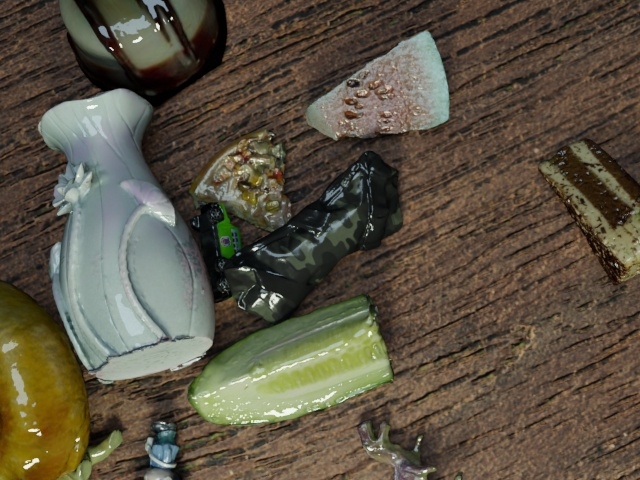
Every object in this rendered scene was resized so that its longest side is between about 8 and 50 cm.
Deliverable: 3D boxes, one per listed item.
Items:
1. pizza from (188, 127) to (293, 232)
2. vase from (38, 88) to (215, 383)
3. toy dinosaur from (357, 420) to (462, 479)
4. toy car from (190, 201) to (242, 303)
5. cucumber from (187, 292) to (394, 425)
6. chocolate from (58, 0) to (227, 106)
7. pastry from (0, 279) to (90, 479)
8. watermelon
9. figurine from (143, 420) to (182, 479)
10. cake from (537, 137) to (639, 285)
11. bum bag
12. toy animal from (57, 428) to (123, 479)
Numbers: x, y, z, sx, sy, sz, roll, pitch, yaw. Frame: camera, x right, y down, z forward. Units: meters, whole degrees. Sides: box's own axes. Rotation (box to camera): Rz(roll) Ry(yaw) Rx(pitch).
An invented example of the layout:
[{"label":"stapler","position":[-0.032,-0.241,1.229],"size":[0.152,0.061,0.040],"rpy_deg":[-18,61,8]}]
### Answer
[{"label":"pizza","position":[-0.109,-0.079,1.656],"size":[0.185,0.052,0.195],"rpy_deg":[-41,81,0]},{"label":"vase","position":[-0.310,-0.014,1.561],"size":[0.250,0.250,0.445],"rpy_deg":[-18,71,1]},{"label":"toy dinosaur","position":[0.130,0.415,1.563],"size":[0.200,0.072,0.251],"rpy_deg":[3,93,15]},{"label":"toy car","position":[-0.164,0.020,1.630],"size":[0.063,0.071,0.165],"rpy_deg":[-1,77,-38]},{"label":"cucumber","position":[-0.047,0.200,1.583],"size":[0.326,0.105,0.145],"rpy_deg":[-22,121,2]},{"label":"chocolate","position":[-0.308,-0.383,1.650],"size":[0.284,0.186,0.283],"rpy_deg":[-1,81,3]},{"label":"pastry","position":[-0.478,0.224,1.504],"size":[0.164,0.356,0.355],"rpy_deg":[-7,77,-42]},{"label":"watermelon","position":[0.091,-0.236,1.659],"size":[0.241,0.094,0.154],"rpy_deg":[-18,90,2]},{"label":"figurine","position":[-0.253,0.367,1.587],"size":[0.087,0.086,0.149],"rpy_deg":[11,69,-18]},{"label":"cake","position":[0.458,-0.060,1.571],"size":[0.112,0.135,0.246],"rpy_deg":[-30,80,0]},{"label":"bum bag","position":[0.000,0.000,1.607],"size":[0.340,0.095,0.144],"rpy_deg":[-39,115,-9]},{"label":"toy animal","position":[-0.394,0.374,1.591],"size":[0.101,0.103,0.218],"rpy_deg":[4,85,29]}]
